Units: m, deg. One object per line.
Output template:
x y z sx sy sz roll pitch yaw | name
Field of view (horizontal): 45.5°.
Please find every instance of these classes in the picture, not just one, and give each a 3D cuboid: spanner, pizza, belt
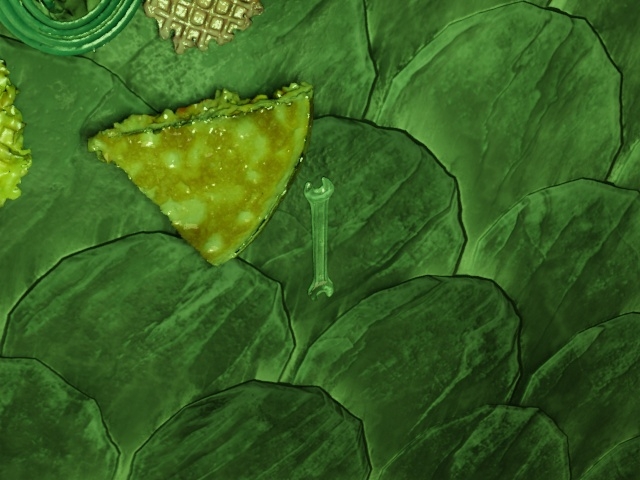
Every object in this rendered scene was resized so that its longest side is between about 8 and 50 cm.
0.000 0.000 1.706 0.071 0.017 0.302 -9 116 -13 | spanner
-0.241 -0.171 1.491 0.406 0.130 0.440 18 119 -23 | pizza
-0.417 -0.521 1.195 0.300 0.173 0.437 -15 137 -29 | belt

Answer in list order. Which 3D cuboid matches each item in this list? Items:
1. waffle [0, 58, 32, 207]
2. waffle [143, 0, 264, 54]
-0.703 -0.180 1.325 0.379 0.095 0.382 -21 121 -26 | waffle
-0.224 -0.466 1.392 0.221 0.055 0.234 -26 119 -4 | waffle
